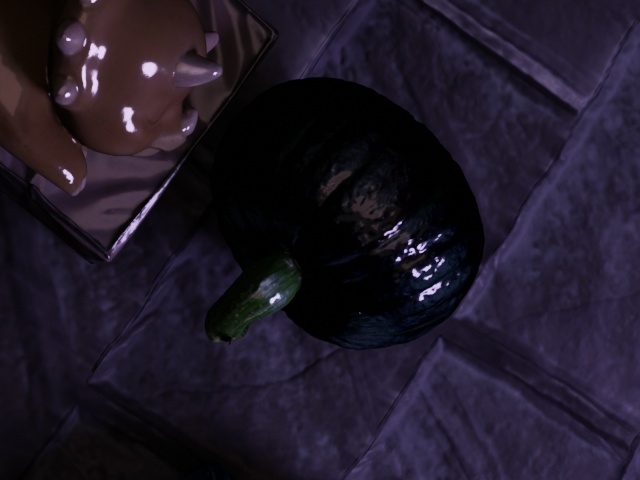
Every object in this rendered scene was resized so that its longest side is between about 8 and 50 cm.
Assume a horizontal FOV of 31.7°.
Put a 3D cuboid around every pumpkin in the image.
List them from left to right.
[{"bbox_3d":[0.000,0.000,0.943,0.248,0.248,0.248,0,91,-11],"label":"pumpkin"}]

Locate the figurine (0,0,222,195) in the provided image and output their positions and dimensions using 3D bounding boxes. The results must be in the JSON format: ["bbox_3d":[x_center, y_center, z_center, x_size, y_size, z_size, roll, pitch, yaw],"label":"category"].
[{"bbox_3d":[-0.188,-0.160,0.797,0.247,0.177,0.173,43,100,0],"label":"figurine"}]

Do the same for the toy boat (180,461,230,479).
[{"bbox_3d":[-0.194,0.311,0.997,0.299,0.096,0.061,-34,105,-7],"label":"toy boat"}]

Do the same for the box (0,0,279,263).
[{"bbox_3d":[-0.182,-0.131,0.964,0.188,0.153,0.252,40,82,-10],"label":"box"}]
